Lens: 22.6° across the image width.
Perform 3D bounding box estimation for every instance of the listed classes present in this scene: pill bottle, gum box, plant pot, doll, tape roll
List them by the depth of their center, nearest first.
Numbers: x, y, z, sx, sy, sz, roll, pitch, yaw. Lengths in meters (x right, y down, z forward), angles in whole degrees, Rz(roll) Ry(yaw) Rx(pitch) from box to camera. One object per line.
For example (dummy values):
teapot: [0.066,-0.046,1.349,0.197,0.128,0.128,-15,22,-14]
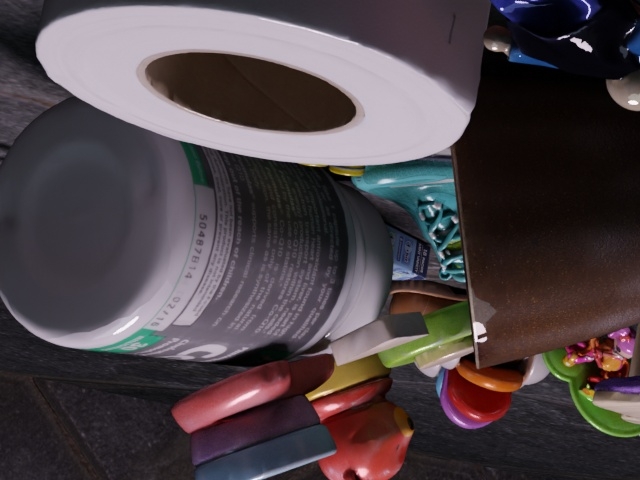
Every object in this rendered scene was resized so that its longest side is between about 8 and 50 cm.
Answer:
doll: [0.136,-0.124,0.855,0.129,0.046,0.189,-1,152,41]
tape roll: [-0.036,-0.138,1.037,0.286,0.100,0.286,10,166,2]
plant pot: [0.214,-0.027,1.158,0.230,0.215,0.215,-7,165,4]
pill bottle: [-0.096,0.004,1.386,0.204,0.204,0.361,1,173,33]
gum box: [0.000,0.000,1.690,0.157,0.041,0.184,-2,163,38]

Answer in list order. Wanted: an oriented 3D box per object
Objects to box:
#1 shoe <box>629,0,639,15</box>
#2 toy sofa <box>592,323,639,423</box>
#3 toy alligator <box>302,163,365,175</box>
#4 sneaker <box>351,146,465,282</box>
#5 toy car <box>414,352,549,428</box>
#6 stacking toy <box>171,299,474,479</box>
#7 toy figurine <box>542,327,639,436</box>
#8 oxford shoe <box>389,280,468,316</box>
shoe: [0.160,-0.157,0.909,0.178,0.064,0.081,21,164,-21]
toy sofa: [0.452,0.112,1.604,0.177,0.150,0.362,23,162,-27]
toy alligator: [-0.002,-0.092,1.299,0.189,0.056,0.051,17,-164,39]
sneaker: [0.130,-0.018,1.383,0.107,0.110,0.275,-5,159,44]
toy car: [0.202,0.171,2.040,0.159,0.136,0.182,12,166,-10]
stacking toy: [0.040,0.160,1.468,0.279,0.130,0.309,-25,170,32]
toy figurine: [0.371,0.139,1.919,0.173,0.130,0.159,35,150,-1]
oxford shoe: [0.182,0.101,1.908,0.212,0.076,0.076,9,165,-5]
